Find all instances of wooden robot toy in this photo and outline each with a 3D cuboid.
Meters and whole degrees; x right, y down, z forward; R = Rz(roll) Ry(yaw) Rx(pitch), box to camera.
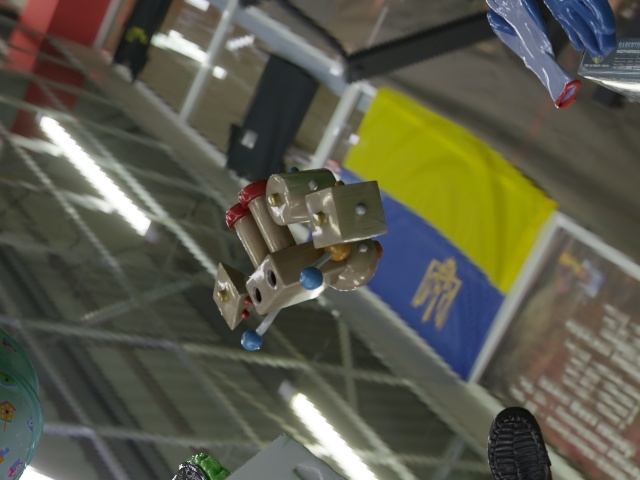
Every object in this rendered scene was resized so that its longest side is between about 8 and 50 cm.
[{"bbox_3d":[0.000,0.000,0.646,0.079,0.173,0.076,-10,-109,-29],"label":"wooden robot toy"}]

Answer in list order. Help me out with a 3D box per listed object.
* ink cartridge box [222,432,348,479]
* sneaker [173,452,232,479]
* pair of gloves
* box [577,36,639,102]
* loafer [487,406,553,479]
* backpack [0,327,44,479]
[{"bbox_3d":[0.004,0.352,1.282,0.100,0.237,0.172,-34,-145,-22],"label":"ink cartridge box"},{"bbox_3d":[-0.161,0.473,1.698,0.185,0.202,0.483,59,176,-24],"label":"sneaker"},{"bbox_3d":[0.186,-0.203,0.983,0.159,0.023,0.198,59,167,11],"label":"pair of gloves"},{"bbox_3d":[0.490,-0.217,1.560,0.183,0.059,0.233,15,178,-36],"label":"box"},{"bbox_3d":[0.285,0.324,1.648,0.080,0.220,0.078,-8,-161,15],"label":"loafer"},{"bbox_3d":[-0.345,0.157,1.086,0.188,0.166,0.144,43,-154,21],"label":"backpack"}]
